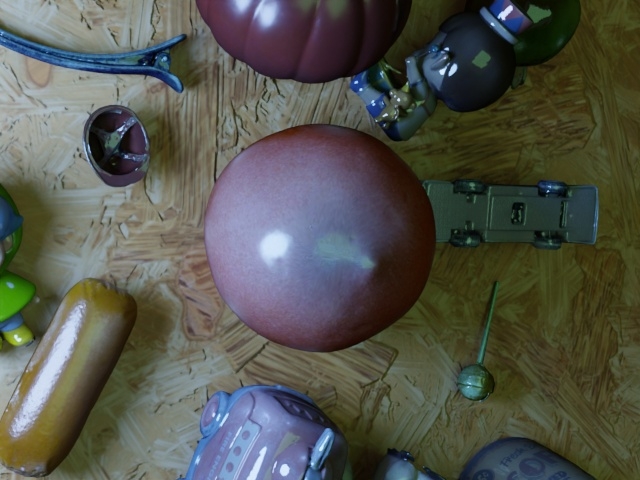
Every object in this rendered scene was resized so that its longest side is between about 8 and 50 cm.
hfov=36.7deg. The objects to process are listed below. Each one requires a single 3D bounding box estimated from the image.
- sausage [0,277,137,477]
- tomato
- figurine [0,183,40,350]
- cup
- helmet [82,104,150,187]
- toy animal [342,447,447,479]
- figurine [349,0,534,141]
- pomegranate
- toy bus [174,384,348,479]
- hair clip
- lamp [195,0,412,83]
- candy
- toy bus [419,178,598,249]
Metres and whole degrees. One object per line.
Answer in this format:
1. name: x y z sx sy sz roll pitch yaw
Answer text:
1. sausage: -0.340 0.182 1.287 0.105 0.105 0.274 29 81 -22
2. tomato: 0.000 0.000 1.309 0.321 0.321 0.322 -1 93 -24
3. figurine: -0.445 0.025 1.219 0.162 0.143 0.263 -20 118 -14
4. cup: 0.332 0.446 1.514 0.301 0.257 0.228 2 90 -22
5. helmet: -0.283 -0.126 1.317 0.089 0.057 0.111 -12 93 -26
6. toy animal: 0.094 0.436 1.403 0.174 0.249 0.289 49 51 -41
7. figurine: 0.183 -0.257 1.416 0.275 0.161 0.158 -22 73 11
8. pomegranate: 0.312 -0.336 1.519 0.180 0.180 0.210 -25 138 -21
9. toy bus: -0.076 0.353 1.339 0.197 0.232 0.294 29 81 -23
10. hair clip: -0.317 -0.253 1.303 0.275 0.048 0.083 2 96 -23
11. lamp: -0.022 -0.353 1.306 0.303 0.257 0.303 10 54 -14
12. candy: 0.272 0.165 1.588 0.061 0.061 0.203 21 76 -23
13. toy bus: 0.275 -0.045 1.524 0.329 0.136 0.109 1 95 -24
